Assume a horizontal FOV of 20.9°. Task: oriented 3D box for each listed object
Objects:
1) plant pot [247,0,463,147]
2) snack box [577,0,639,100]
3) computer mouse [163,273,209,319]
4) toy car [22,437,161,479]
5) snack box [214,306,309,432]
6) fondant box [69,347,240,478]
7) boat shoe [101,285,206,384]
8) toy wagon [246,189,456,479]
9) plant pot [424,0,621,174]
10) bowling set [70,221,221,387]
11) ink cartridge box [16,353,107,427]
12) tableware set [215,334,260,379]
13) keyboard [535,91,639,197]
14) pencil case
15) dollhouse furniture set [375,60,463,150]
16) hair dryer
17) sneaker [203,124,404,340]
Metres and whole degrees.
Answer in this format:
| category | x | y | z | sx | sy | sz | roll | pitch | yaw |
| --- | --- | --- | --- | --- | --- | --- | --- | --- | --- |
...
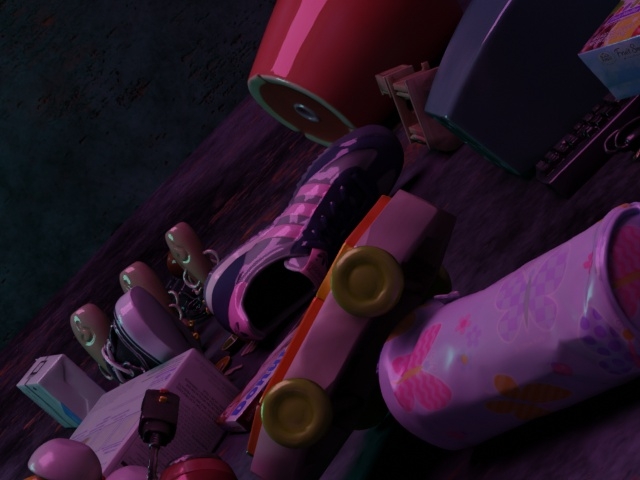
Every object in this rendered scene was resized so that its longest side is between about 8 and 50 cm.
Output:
| category | x | y | z | sx | sy | sz | roll | pitch | yaw |
| --- | --- | --- | --- | --- | --- | --- | --- | --- | --- |
| plant pot | 0.035 | -0.281 | 2.527 | 0.243 | 0.275 | 0.275 | -60 | 16 | -14 |
| snack box | 0.357 | -0.232 | 1.585 | 0.207 | 0.070 | 0.174 | -49 | 16 | -22 |
| computer mouse | -0.185 | 0.085 | 2.562 | 0.071 | 0.041 | 0.242 | -56 | 21 | -6 |
| toy car | -0.225 | 0.290 | 1.753 | 0.136 | 0.182 | 0.159 | 3 | -75 | -76 |
| snack box | -0.047 | 0.142 | 1.945 | 0.178 | 0.022 | 0.064 | -50 | 15 | -21 |
| fondant box | -0.252 | 0.293 | 1.972 | 0.238 | 0.096 | 0.330 | -29 | 20 | 52 |
| boat shoe | -0.218 | 0.135 | 2.130 | 0.102 | 0.108 | 0.301 | -33 | -11 | 0 |
| toy wagon | 0.012 | 0.121 | 1.470 | 0.344 | 0.068 | 0.267 | -62 | -13 | 4 |
| plant pot | 0.228 | -0.195 | 1.823 | 0.234 | 0.165 | 0.166 | -54 | 13 | 0 |
| bowling set | -0.185 | 0.080 | 2.400 | 0.287 | 0.154 | 0.200 | -38 | -4 | 36 |
| ink cartridge box | -0.388 | 0.227 | 2.599 | 0.060 | 0.104 | 0.180 | -51 | 13 | -19 |
| tableware set | -0.128 | 0.160 | 2.153 | 0.154 | 0.024 | 0.104 | -54 | 14 | -30 |
| keyboard | 0.332 | -0.162 | 1.660 | 0.317 | 0.033 | 0.201 | -46 | 13 | 4 |
| pencil case | 0.163 | 0.068 | 1.290 | 0.273 | 0.113 | 0.124 | -30 | 38 | 49 |
| dollhouse furniture set | 0.176 | -0.187 | 2.185 | 0.161 | 0.101 | 0.182 | -22 | 11 | -6 |
| hair dryer | -0.096 | 0.275 | 1.481 | 0.080 | 0.224 | 0.293 | -11 | 24 | -6 |
| sneaker | 0.000 | 0.000 | 2.113 | 0.319 | 0.112 | 0.131 | -48 | 29 | 1 |
